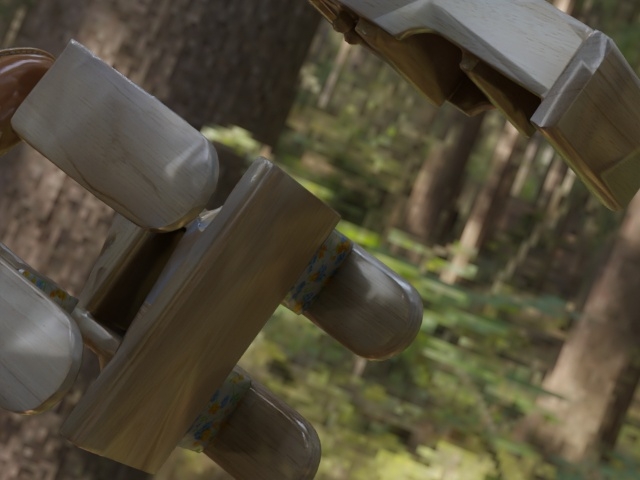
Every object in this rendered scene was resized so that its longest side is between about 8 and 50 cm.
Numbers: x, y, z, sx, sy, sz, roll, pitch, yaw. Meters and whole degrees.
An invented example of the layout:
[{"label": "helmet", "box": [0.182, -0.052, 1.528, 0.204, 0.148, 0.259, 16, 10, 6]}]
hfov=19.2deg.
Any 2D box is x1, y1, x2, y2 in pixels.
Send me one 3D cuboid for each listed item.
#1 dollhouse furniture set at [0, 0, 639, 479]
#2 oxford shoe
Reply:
[{"label": "dollhouse furniture set", "box": [0.000, 0.000, 1.235, 0.256, 0.394, 0.362, 36, 0, 28]}, {"label": "oxford shoe", "box": [-0.239, -0.072, 1.283, 0.076, 0.212, 0.076, 7, -59, 39]}]
